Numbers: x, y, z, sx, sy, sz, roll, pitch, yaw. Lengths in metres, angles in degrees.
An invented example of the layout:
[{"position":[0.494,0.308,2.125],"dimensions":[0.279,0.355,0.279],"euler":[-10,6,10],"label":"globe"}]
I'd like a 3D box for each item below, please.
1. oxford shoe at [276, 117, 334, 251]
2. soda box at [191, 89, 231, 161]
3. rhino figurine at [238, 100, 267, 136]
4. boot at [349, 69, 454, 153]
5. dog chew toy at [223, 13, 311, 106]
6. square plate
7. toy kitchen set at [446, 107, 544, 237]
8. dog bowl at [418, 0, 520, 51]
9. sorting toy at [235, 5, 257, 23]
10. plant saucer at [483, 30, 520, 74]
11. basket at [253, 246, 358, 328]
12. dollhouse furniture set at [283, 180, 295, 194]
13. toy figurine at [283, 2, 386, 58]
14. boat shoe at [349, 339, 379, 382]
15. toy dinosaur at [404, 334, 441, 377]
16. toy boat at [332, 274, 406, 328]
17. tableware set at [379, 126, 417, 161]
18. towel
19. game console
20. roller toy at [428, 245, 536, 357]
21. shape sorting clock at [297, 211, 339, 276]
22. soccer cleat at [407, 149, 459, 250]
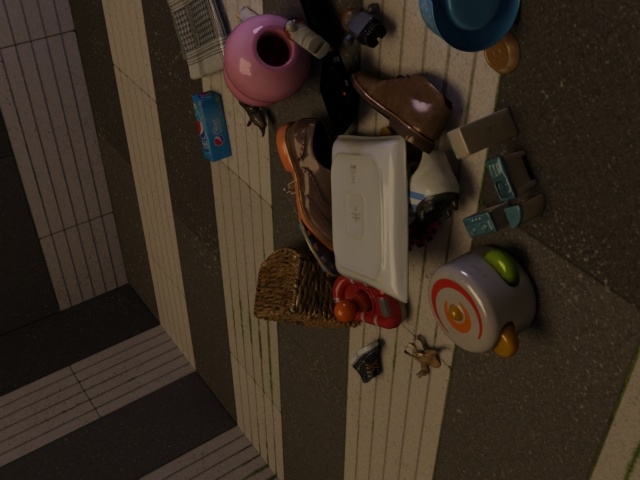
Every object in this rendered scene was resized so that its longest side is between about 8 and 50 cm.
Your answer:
[{"position":[0.015,-0.131,1.893],"dimensions":[0.133,0.130,0.363],"euler":[-9,113,44],"label":"oxford shoe"},{"position":[-0.342,-0.360,2.404],"dimensions":[0.067,0.071,0.210],"euler":[31,137,48],"label":"soda box"},{"position":[-0.195,-0.402,2.103],"dimensions":[0.106,0.073,0.243],"euler":[10,122,62],"label":"rhino figurine"},{"position":[0.166,-0.292,1.548],"dimensions":[0.115,0.112,0.305],"euler":[-56,41,15],"label":"boot"},{"position":[-0.147,-0.422,1.877],"dimensions":[0.206,0.207,0.332],"euler":[67,164,-2],"label":"dog chew toy"},{"position":[0.095,-0.059,1.682],"dimensions":[0.347,0.049,0.343],"euler":[-161,66,-67],"label":"square plate"},{"position":[0.290,-0.111,1.409],"dimensions":[0.166,0.122,0.207],"euler":[-18,95,63],"label":"toy kitchen set"},{"position":[0.226,-0.454,1.218],"dimensions":[0.074,0.166,0.297],"euler":[-140,35,-60],"label":"dog bowl"},{"position":[-0.182,-0.562,2.000],"dimensions":[0.083,0.045,0.075],"euler":[43,164,38],"label":"sorting toy"},{"position":[0.309,-0.326,1.319],"dimensions":[0.083,0.015,0.083],"euler":[42,145,39],"label":"plant saucer"},{"position":[-0.035,0.138,2.230],"dimensions":[0.299,0.223,0.213],"euler":[-15,65,63],"label":"basket"},{"position":[-0.073,-0.126,2.096],"dimensions":[0.114,0.081,0.090],"euler":[-20,93,63],"label":"dollhouse furniture set"},{"position":[0.020,-0.479,1.509],"dimensions":[0.148,0.213,0.209],"euler":[51,153,46],"label":"toy figurine"},{"position":[0.139,0.337,2.115],"dimensions":[0.083,0.065,0.183],"euler":[57,159,14],"label":"boat shoe"},{"position":[0.259,0.278,1.876],"dimensions":[0.093,0.053,0.183],"euler":[40,154,14],"label":"toy dinosaur"},{"position":[0.099,0.159,1.937],"dimensions":[0.231,0.151,0.150],"euler":[7,117,59],"label":"toy boat"},{"position":[0.167,-0.208,1.667],"dimensions":[0.104,0.024,0.154],"euler":[65,154,10],"label":"tableware set"},{"position":[-0.367,-0.640,2.243],"dimensions":[0.324,0.056,0.312],"euler":[9,120,60],"label":"towel"},{"position":[0.000,-0.425,1.706],"dimensions":[0.213,0.044,0.361],"euler":[106,146,-81],"label":"game console"},{"position":[0.316,0.122,1.522],"dimensions":[0.191,0.146,0.209],"euler":[3,115,61],"label":"roller toy"},{"position":[0.000,0.000,2.003],"dimensions":[0.206,0.040,0.206],"euler":[58,-169,-19],"label":"shape sorting clock"},{"position":[0.203,-0.080,1.633],"dimensions":[0.331,0.116,0.143],"euler":[129,135,-62],"label":"soccer cleat"}]
